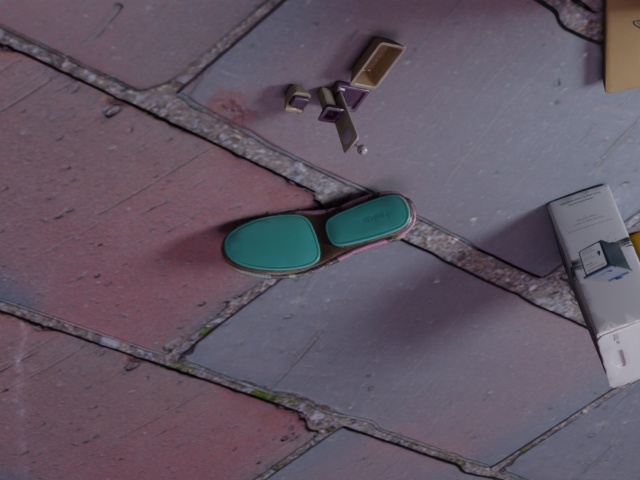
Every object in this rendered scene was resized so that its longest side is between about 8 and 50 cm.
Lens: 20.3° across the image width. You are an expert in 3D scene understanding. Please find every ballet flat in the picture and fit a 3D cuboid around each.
[{"bbox_3d":[0.000,0.000,1.978,0.222,0.077,0.079,-16,165,-4],"label":"ballet flat"}]

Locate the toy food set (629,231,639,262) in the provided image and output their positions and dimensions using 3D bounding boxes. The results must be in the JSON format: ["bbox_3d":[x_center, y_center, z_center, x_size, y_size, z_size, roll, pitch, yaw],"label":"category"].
[{"bbox_3d":[0.499,0.029,2.201,0.232,0.104,0.111,6,139,-31],"label":"toy food set"}]

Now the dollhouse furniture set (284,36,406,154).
[{"bbox_3d":[0.034,-0.144,1.773,0.091,0.081,0.114,8,138,-32],"label":"dollhouse furniture set"}]

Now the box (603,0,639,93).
[{"bbox_3d":[0.373,-0.235,1.837,0.164,0.021,0.201,-10,145,2],"label":"box"}]

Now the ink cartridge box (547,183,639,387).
[{"bbox_3d":[0.338,0.054,2.089,0.082,0.190,0.139,-20,146,4],"label":"ink cartridge box"}]
